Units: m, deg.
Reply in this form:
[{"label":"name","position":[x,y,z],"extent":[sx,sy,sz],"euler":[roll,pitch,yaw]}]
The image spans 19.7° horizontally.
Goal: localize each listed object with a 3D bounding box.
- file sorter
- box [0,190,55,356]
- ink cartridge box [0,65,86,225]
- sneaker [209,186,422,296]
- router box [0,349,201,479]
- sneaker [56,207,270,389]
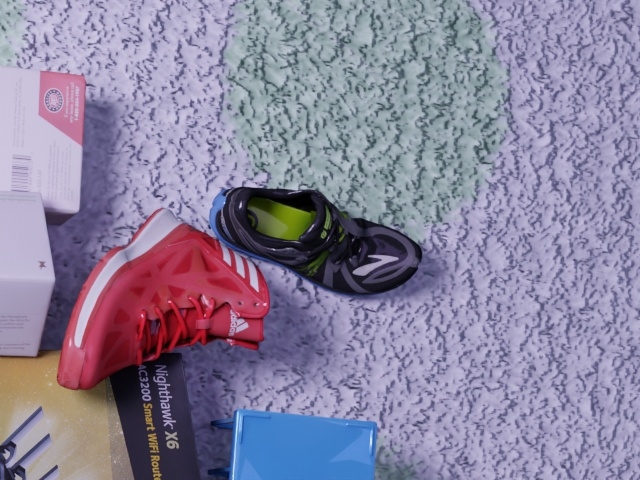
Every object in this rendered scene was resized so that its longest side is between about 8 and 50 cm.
[{"label":"file sorter","position":[-0.032,0.229,1.482],"extent":[0.118,0.104,0.170],"euler":[7,79,-19]},{"label":"box","position":[-0.262,0.024,1.400],"extent":[0.101,0.087,0.102],"euler":[3,43,-19]},{"label":"ink cartridge box","position":[-0.291,-0.080,1.454],"extent":[0.198,0.067,0.115],"euler":[6,79,-21]},{"label":"sneaker","position":[0.000,0.000,1.544],"extent":[0.188,0.078,0.067],"euler":[18,76,-18]},{"label":"router box","position":[-0.207,0.227,1.359],"extent":[0.242,0.081,0.309],"euler":[2,53,-20]},{"label":"sneaker","position":[-0.110,0.057,1.427],"extent":[0.128,0.087,0.221],"euler":[22,38,7]}]
